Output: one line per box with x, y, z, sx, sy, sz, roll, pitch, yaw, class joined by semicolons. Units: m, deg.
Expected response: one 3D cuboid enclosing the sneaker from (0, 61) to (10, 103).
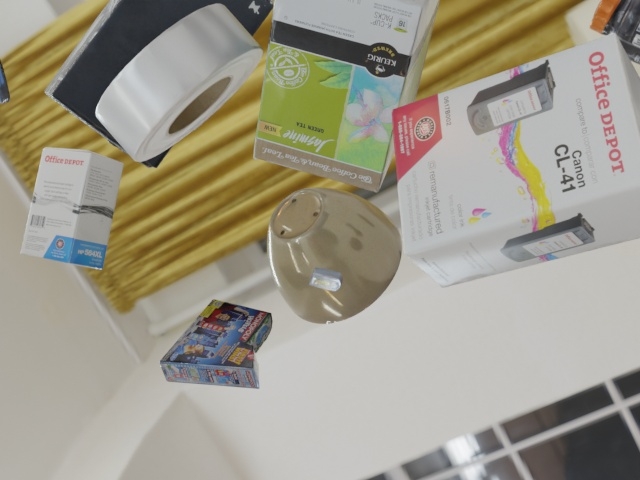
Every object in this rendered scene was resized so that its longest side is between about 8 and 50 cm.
-0.446;-0.254;1.166;0.069;0.082;0.209;52;162;50;sneaker

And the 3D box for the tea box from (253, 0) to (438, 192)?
0.056;-0.311;1.542;0.329;0.219;0.324;-65;-12;-54;tea box

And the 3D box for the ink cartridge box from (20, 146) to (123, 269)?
-0.453;-0.060;1.753;0.086;0.148;0.203;17;-96;-51;ink cartridge box

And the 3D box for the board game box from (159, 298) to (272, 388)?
-0.179;0.214;1.882;0.194;0.194;0.060;-51;-38;-40;board game box

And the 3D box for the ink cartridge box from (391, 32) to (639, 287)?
0.255;-0.094;1.199;0.131;0.306;0.226;37;-138;-50;ink cartridge box

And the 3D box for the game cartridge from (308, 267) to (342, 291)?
0.011;0.070;1.706;0.083;0.055;0.017;109;171;-71;game cartridge

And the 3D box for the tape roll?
-0.231;-0.257;1.585;0.100;0.286;0.286;48;-160;0;tape roll

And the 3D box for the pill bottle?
0.588;-0.353;1.632;0.245;0.131;0.130;28;-166;13;pill bottle

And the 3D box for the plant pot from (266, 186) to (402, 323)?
0.000;0.000;1.964;0.191;0.284;0.284;49;-157;-41;plant pot

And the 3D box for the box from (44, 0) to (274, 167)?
-0.408;-0.459;2.326;0.297;0.480;0.471;37;177;-21;box
